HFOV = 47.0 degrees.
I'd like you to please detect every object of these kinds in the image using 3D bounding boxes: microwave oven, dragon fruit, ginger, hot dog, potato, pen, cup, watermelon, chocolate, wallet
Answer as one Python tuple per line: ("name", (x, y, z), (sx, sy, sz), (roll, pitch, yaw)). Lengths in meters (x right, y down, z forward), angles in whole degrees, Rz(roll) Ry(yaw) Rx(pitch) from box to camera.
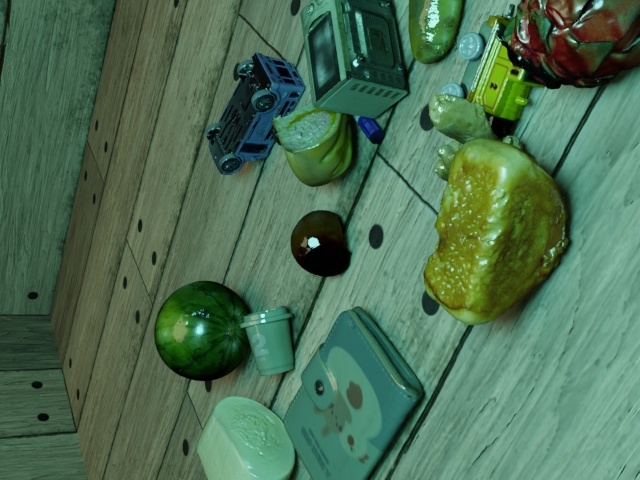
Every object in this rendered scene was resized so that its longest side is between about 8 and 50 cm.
("microwave oven", (0.064, -0.349, 1.345), (0.129, 0.163, 0.205), (-32, 61, 53))
("dragon fruit", (0.327, -0.274, 0.912), (0.189, 0.182, 0.182), (113, 148, -59))
("ginger", (0.210, -0.134, 1.070), (0.133, 0.214, 0.059), (-18, 54, 42))
("hot dog", (0.249, -0.015, 1.022), (0.150, 0.153, 0.257), (38, 126, 48))
("potato", (0.188, -0.390, 1.228), (0.105, 0.085, 0.188), (22, 110, 59))
("pen", (0.059, -0.281, 1.471), (0.033, 0.033, 0.269), (-63, 38, 33))
("cup", (-0.110, 0.223, 1.624), (0.120, 0.120, 0.141), (-14, 87, 57))
("watermelon", (-0.281, 0.218, 1.778), (0.242, 0.242, 0.243), (-10, 79, 58))
("chocolate", (0.000, 0.000, 1.488), (0.124, 0.127, 0.133), (-43, 30, 9))
("wallet", (0.047, 0.314, 1.386), (0.252, 0.083, 0.360), (55, 132, 38))

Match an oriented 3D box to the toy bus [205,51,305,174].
("toy bus", (-0.158, -0.286, 1.727), (0.292, 0.133, 0.126), (-54, 49, 37))

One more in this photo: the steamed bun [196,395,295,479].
("steamed bun", (-0.159, 0.479, 1.627), (0.250, 0.154, 0.200), (50, 131, 40))

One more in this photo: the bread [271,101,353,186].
("bread", (-0.003, -0.196, 1.463), (0.261, 0.158, 0.156), (-112, -4, -52))

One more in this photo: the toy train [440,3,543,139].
("toy train", (0.262, -0.234, 1.089), (0.127, 0.089, 0.219), (38, 118, 42))
